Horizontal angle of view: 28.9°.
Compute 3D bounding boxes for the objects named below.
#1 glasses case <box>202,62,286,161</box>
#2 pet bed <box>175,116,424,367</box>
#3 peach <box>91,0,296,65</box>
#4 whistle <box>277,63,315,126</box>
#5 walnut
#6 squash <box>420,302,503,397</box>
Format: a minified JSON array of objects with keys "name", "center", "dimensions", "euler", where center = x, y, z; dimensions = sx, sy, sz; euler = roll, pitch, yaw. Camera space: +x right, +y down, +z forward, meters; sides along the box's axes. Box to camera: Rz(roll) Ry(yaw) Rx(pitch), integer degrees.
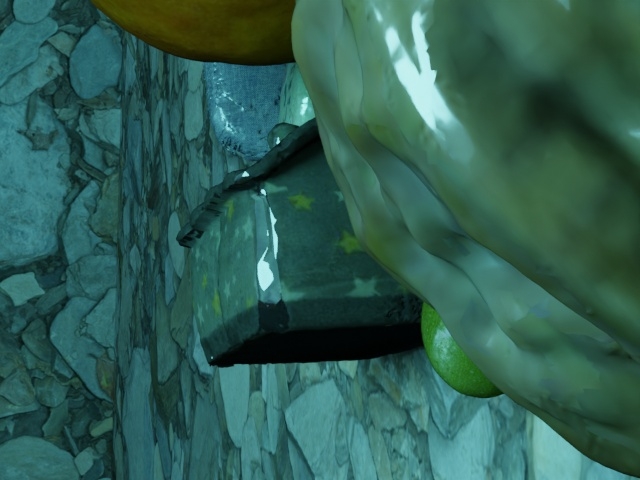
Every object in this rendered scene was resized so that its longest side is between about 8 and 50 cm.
[{"name":"glasses case","center":[-0.065,-0.210,1.246],"dimensions":[0.067,0.109,0.282],"euler":[132,135,-62]},{"name":"pet bed","center":[0.000,0.000,0.902],"dimensions":[0.211,0.183,0.159],"euler":[144,122,-69]},{"name":"peach","center":[-0.068,-0.296,0.921],"dimensions":[0.343,0.302,0.342],"euler":[180,90,-72]},{"name":"whistle","center":[-0.003,-0.163,1.123],"dimensions":[0.126,0.067,0.258],"euler":[122,150,-70]},{"name":"walnut","center":[0.126,-0.053,0.385],"dimensions":[0.227,0.273,0.273],"euler":[-49,-34,-71]},{"name":"squash","center":[0.119,-0.028,0.669],"dimensions":[0.341,0.094,0.094],"euler":[107,156,-43]}]
